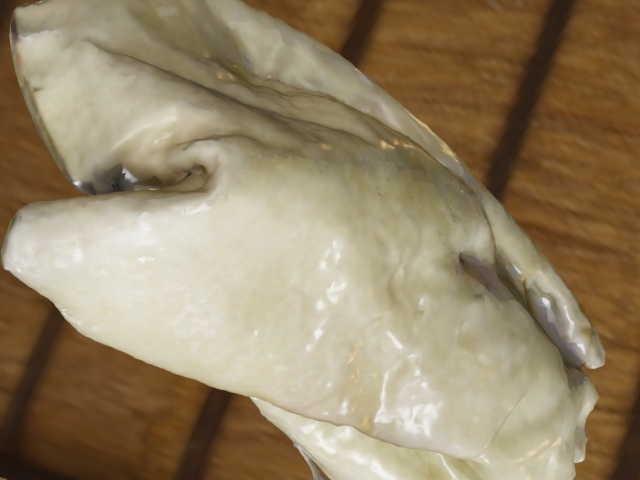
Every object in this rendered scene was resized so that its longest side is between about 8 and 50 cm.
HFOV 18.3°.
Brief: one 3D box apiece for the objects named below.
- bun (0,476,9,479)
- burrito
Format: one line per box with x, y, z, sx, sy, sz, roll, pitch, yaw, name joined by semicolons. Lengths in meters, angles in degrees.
-0.334;0.265;1.492;0.293;0.293;0.187;-49;-124;17;bun
0.001;0.002;0.876;0.135;0.332;0.190;-14;-126;30;burrito
